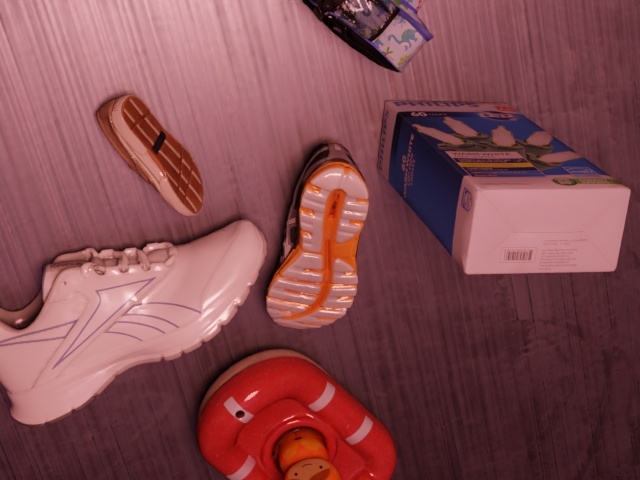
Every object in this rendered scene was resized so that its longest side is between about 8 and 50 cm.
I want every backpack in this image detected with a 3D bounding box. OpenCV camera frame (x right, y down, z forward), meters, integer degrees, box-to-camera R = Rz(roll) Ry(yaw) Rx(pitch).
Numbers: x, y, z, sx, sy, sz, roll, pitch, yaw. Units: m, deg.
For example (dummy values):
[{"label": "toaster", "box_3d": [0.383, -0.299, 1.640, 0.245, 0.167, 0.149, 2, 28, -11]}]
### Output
[{"label": "backpack", "box_3d": [0.047, -0.209, 0.985, 0.114, 0.105, 0.084, 37, 100, -29]}]

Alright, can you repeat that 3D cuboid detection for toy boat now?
[{"label": "toy boat", "box_3d": [-0.019, 0.222, 1.120, 0.151, 0.151, 0.231, -44, 115, 6]}]

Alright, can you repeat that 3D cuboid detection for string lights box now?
[{"label": "string lights box", "box_3d": [0.151, -0.054, 0.987, 0.133, 0.259, 0.076, -1, 113, -14]}]

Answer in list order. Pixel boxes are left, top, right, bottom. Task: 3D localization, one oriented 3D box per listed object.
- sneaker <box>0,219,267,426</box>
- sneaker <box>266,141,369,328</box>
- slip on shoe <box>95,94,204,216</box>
[{"label": "sneaker", "box_3d": [-0.188, 0.058, 1.040, 0.297, 0.111, 0.129, -30, 110, -1]}, {"label": "sneaker", "box_3d": [0.000, 0.000, 1.077, 0.084, 0.083, 0.214, 10, 127, -13]}, {"label": "slip on shoe", "box_3d": [-0.158, -0.076, 1.027, 0.041, 0.051, 0.135, -11, 132, 35]}]
